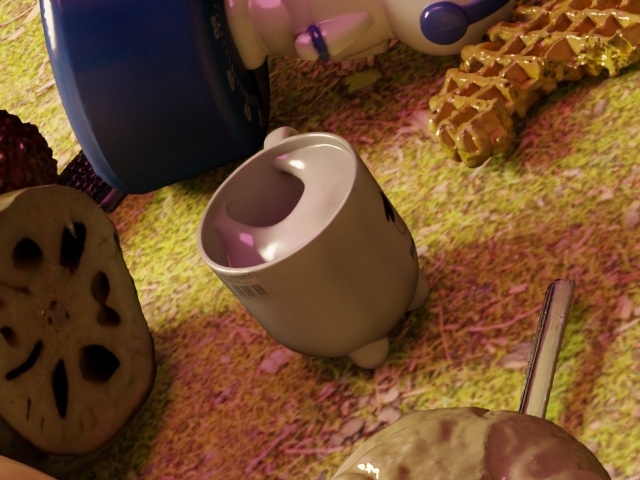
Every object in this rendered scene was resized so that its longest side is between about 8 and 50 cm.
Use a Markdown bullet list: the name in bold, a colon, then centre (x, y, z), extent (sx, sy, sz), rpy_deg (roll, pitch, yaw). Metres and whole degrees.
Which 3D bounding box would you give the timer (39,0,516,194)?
- **timer**: centre (-0.019, -0.204, 1.664), extent (0.383, 0.270, 0.270), rpy_deg (-11, 41, 11)

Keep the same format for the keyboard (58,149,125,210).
- **keyboard**: centre (-0.160, -0.120, 1.845), extent (0.093, 0.025, 0.230), rpy_deg (15, 60, 45)

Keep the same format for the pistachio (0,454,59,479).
- **pistachio**: centre (-0.257, 0.245, 1.337), extent (0.321, 0.238, 0.229), rpy_deg (24, 57, 15)

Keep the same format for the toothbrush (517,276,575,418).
- **toothbrush**: centre (0.131, 0.141, 1.295), extent (0.026, 0.028, 0.294), rpy_deg (-4, 46, 30)

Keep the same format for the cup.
- **cup**: centre (-0.007, 0.010, 1.464), extent (0.134, 0.142, 0.173), rpy_deg (-45, 36, -10)

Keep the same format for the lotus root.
- **lotus root**: centre (-0.320, 0.104, 1.549), extent (0.346, 0.250, 0.250), rpy_deg (-16, 41, 28)

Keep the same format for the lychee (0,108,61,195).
- **lychee**: centre (-0.321, -0.034, 1.765), extent (0.188, 0.188, 0.188), rpy_deg (-23, 37, 19)

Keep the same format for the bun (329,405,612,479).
- **bun**: centre (0.092, 0.192, 1.139), extent (0.243, 0.153, 0.244), rpy_deg (-9, 54, 13)

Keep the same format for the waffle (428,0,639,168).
- **waffle**: centre (0.172, -0.131, 1.548), extent (0.194, 0.051, 0.149), rpy_deg (-27, 33, 12)
